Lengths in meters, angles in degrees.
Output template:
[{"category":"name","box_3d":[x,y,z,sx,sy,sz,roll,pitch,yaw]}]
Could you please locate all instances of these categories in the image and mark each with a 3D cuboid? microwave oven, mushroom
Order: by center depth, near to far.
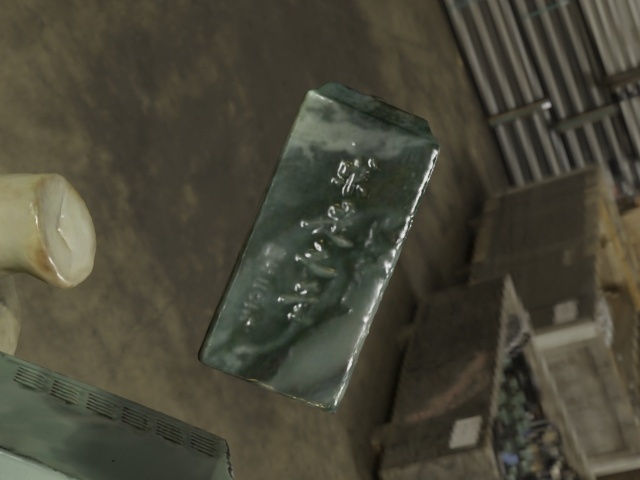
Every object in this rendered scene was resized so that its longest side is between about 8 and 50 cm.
[{"category":"microwave oven","box_3d":[-0.250,0.302,0.934,0.286,0.355,0.218,22,9,-13]},{"category":"mushroom","box_3d":[-0.419,0.058,1.182,0.315,0.356,0.315,-165,-90,-88]}]

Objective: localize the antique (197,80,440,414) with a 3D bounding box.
[{"category":"antique","box_3d":[0.000,0.000,0.692,0.086,0.088,0.183,-177,-71,-85]}]
